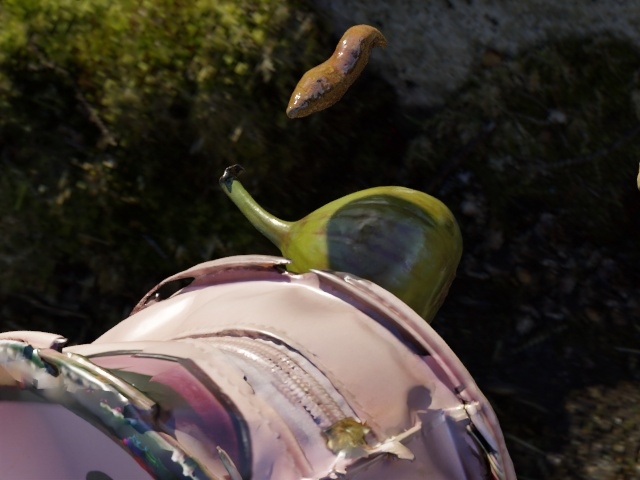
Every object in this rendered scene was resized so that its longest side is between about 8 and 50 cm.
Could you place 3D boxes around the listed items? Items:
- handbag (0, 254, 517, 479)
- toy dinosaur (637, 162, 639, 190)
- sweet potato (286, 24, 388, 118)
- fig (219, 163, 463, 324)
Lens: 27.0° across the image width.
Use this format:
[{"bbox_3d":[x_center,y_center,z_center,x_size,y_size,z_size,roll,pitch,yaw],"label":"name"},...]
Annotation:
[{"bbox_3d":[-0.044,0.098,0.461,0.205,0.116,0.179,-14,101,44],"label":"handbag"},{"bbox_3d":[0.155,-0.053,0.322,0.039,0.162,0.126,25,100,66],"label":"toy dinosaur"},{"bbox_3d":[0.016,-0.204,1.634,0.058,0.055,0.202,-15,29,51],"label":"sweet potato"},{"bbox_3d":[0.000,0.000,1.246,0.259,0.151,0.151,21,89,14],"label":"fig"}]
